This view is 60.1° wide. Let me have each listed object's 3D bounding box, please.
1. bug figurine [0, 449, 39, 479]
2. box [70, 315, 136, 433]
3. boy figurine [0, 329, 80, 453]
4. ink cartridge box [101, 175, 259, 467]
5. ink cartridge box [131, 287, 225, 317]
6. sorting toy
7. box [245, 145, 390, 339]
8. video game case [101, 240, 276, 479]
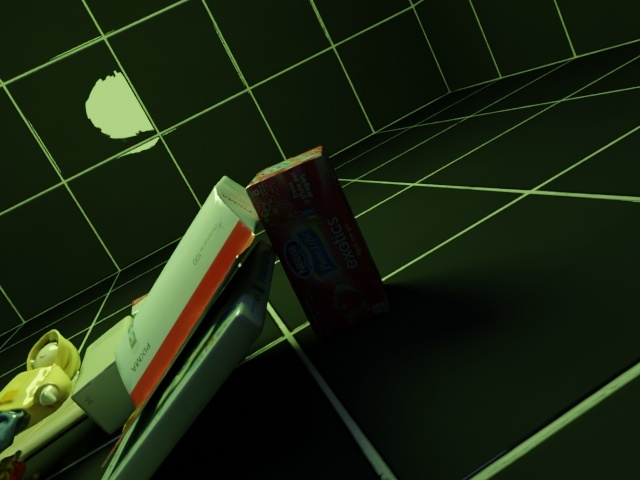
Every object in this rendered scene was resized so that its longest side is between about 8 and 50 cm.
[{"bbox_3d":[-0.561,0.410,0.792,0.279,0.072,0.216,-19,21,14],"label":"bug figurine"},{"bbox_3d":[-0.363,0.231,1.004,0.113,0.094,0.275,-40,16,-9],"label":"box"},{"bbox_3d":[-0.461,0.246,0.855,0.177,0.092,0.285,-20,22,24],"label":"boy figurine"},{"bbox_3d":[-0.203,0.078,0.783,0.308,0.091,0.385,-56,8,10],"label":"ink cartridge box"},{"bbox_3d":[-0.266,0.141,1.106,0.176,0.127,0.128,-30,13,-13],"label":"ink cartridge box"},{"bbox_3d":[-0.523,0.341,1.068,0.193,0.038,0.208,-35,20,-28],"label":"sorting toy"},{"bbox_3d":[0.000,0.000,0.839,0.123,0.256,0.128,-23,14,7],"label":"box"},{"bbox_3d":[-0.169,0.169,0.710,0.329,0.036,0.300,-52,10,10],"label":"video game case"}]
